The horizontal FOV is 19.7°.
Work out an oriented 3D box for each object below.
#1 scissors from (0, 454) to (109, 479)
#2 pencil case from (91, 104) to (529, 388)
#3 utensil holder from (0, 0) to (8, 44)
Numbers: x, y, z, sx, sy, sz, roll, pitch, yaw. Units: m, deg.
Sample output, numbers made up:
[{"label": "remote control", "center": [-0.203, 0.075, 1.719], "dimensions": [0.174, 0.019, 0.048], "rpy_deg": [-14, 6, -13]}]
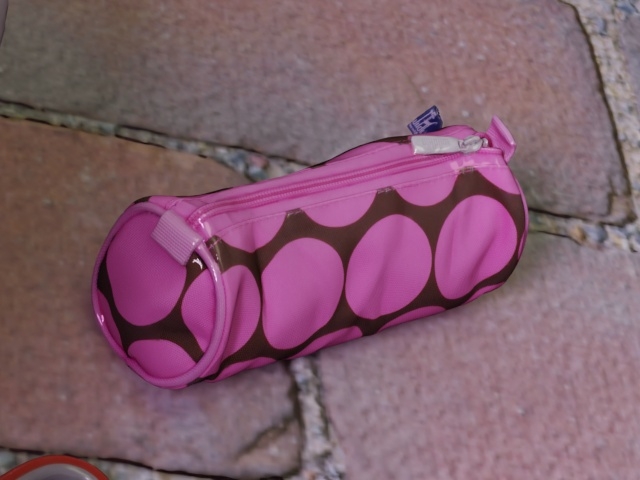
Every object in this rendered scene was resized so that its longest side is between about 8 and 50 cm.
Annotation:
[{"label": "scissors", "center": [-0.153, 0.188, 0.673], "dimensions": [0.109, 0.021, 0.297], "rpy_deg": [43, 46, 5]}, {"label": "pencil case", "center": [0.000, 0.000, 0.859], "dimensions": [0.209, 0.098, 0.095], "rpy_deg": [-19, 64, -38]}, {"label": "utensil holder", "center": [-0.282, -0.081, 0.493], "dimensions": [0.328, 0.327, 0.385], "rpy_deg": [31, 10, -3]}]
